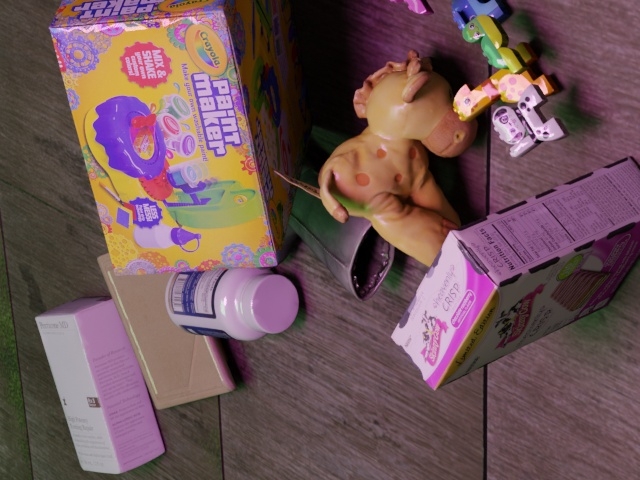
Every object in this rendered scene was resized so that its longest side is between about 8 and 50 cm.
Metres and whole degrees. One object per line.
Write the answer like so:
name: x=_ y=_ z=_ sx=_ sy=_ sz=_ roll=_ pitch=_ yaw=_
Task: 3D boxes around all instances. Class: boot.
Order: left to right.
boot: x=-0.002 y=0.002 z=2.088 sx=0.208 sy=0.076 sz=0.189 roll=40 pitch=139 yaw=36

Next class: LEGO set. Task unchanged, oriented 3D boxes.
LEGO set: x=0.146 y=-0.166 z=1.781 sx=0.093 sy=0.087 sz=0.227 roll=-37 pitch=75 yaw=22

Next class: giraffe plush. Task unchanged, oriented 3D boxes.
giraffe plush: x=0.081 y=-0.097 z=1.879 sx=0.170 sy=0.210 sz=0.181 roll=-58 pitch=34 yaw=11

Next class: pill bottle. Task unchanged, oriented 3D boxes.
pill bottle: x=-0.103 y=0.071 z=2.250 sx=0.169 sy=0.094 sz=0.094 roll=4 pitch=111 yaw=52

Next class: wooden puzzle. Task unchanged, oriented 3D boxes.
wooden puzzle: x=-0.195 y=0.102 z=2.442 sx=0.239 sy=0.044 sz=0.221 roll=-19 pitch=93 yaw=60

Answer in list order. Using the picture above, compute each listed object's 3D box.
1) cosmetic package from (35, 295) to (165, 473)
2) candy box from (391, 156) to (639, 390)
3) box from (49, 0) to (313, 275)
cosmetic package: x=-0.303 y=0.198 z=2.595 sx=0.117 sy=0.085 sz=0.231 roll=-6 pitch=104 yaw=54
candy box: x=0.193 y=0.029 z=1.712 sx=0.071 sy=0.233 sz=0.159 roll=52 pitch=142 yaw=23
box: x=-0.130 y=-0.163 z=1.927 sx=0.177 sy=0.279 sz=0.290 roll=-4 pitch=123 yaw=11
